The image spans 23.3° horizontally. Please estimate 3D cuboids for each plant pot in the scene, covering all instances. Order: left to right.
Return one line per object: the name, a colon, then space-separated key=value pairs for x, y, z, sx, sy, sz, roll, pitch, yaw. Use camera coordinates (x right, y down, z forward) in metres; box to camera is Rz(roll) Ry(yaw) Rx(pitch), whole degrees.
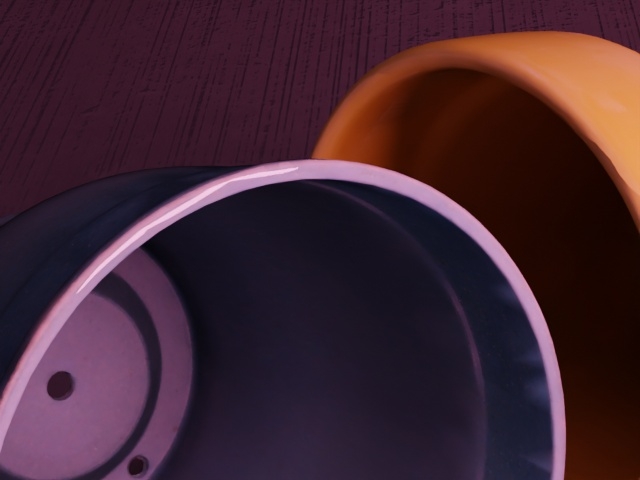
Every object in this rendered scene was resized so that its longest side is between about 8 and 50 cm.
plant pot: x=-0.074 y=0.086 z=0.707 sx=0.272 sy=0.271 sz=0.255 roll=-26 pitch=21 yaw=-27
plant pot: x=0.154 y=0.015 z=0.792 sx=0.239 sy=0.254 sz=0.254 roll=-12 pitch=27 yaw=-39
